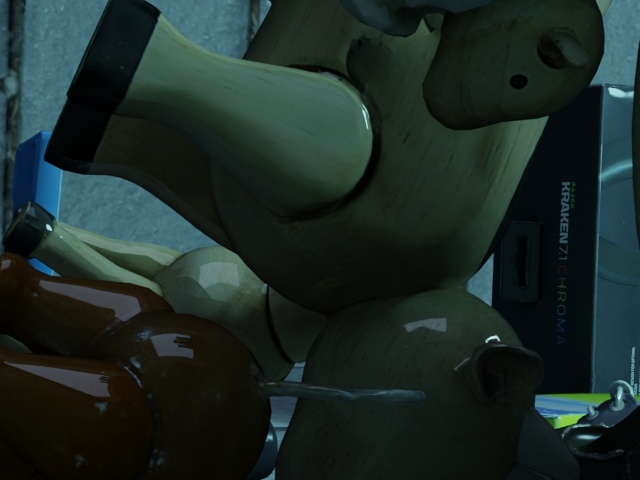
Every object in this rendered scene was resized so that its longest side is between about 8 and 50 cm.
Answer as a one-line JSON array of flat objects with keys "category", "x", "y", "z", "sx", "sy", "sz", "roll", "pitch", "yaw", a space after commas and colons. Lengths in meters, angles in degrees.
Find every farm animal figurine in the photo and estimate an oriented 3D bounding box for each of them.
[{"category": "farm animal figurine", "x": 0.000, "y": 0.000, "z": 0.540, "sx": 0.172, "sy": 0.326, "sz": 0.330, "roll": 24, "pitch": 2, "yaw": -9}]

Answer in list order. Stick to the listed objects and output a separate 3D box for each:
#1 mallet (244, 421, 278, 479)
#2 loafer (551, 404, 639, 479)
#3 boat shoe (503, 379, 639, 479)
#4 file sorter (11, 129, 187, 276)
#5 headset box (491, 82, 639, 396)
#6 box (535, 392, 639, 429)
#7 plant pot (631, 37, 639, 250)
[{"category": "mallet", "x": -0.104, "y": 0.113, "z": 0.988, "sx": 0.062, "sy": 0.039, "sz": 0.190, "roll": -1, "pitch": -3, "yaw": -42}, {"category": "loafer", "x": 0.164, "y": 0.095, "z": 0.777, "sx": 0.080, "sy": 0.078, "sz": 0.220, "roll": 2, "pitch": 0, "yaw": -18}, {"category": "boat shoe", "x": 0.159, "y": 0.103, "z": 0.920, "sx": 0.206, "sy": 0.065, "sz": 0.075, "roll": 2, "pitch": 0, "yaw": 7}, {"category": "file sorter", "x": -0.089, "y": 0.044, "z": 0.815, "sx": 0.104, "sy": 0.170, "sz": 0.118, "roll": 6, "pitch": -1, "yaw": -13}, {"category": "headset box", "x": 0.257, "y": 0.020, "z": 1.296, "sx": 0.283, "sy": 0.246, "sz": 0.131, "roll": 1, "pitch": 1, "yaw": -28}, {"category": "box", "x": 0.150, "y": 0.114, "z": 1.080, "sx": 0.178, "sy": 0.042, "sz": 0.109, "roll": 2, "pitch": -1, "yaw": -38}, {"category": "plant pot", "x": 0.267, "y": 0.009, "z": 0.457, "sx": 0.323, "sy": 0.323, "sz": 0.280, "roll": 2, "pitch": -17, "yaw": 24}]
